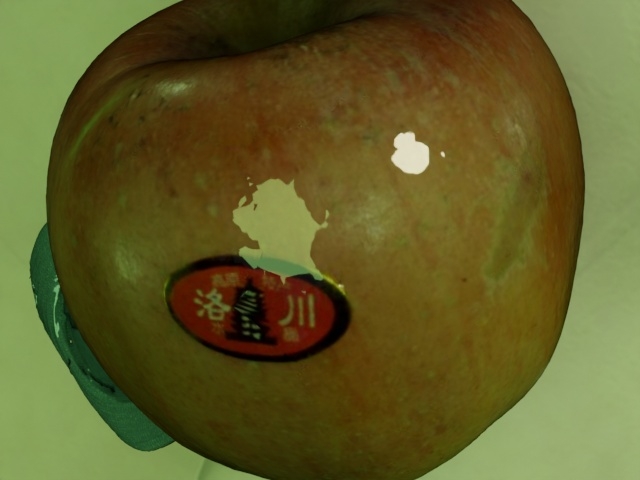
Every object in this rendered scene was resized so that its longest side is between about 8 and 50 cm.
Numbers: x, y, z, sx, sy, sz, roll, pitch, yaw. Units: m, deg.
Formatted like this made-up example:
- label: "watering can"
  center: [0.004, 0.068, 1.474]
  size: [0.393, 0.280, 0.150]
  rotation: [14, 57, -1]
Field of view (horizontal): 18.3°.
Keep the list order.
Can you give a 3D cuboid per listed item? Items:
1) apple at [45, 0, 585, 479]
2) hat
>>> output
- label: "apple"
  center: [0.000, 0.000, 1.216]
  size: [0.339, 0.338, 0.305]
  rotation: [-6, 114, 20]
- label: "hat"
  center: [-0.126, 0.056, 1.414]
  size: [0.138, 0.078, 0.191]
  rotation: [-32, 75, 21]
